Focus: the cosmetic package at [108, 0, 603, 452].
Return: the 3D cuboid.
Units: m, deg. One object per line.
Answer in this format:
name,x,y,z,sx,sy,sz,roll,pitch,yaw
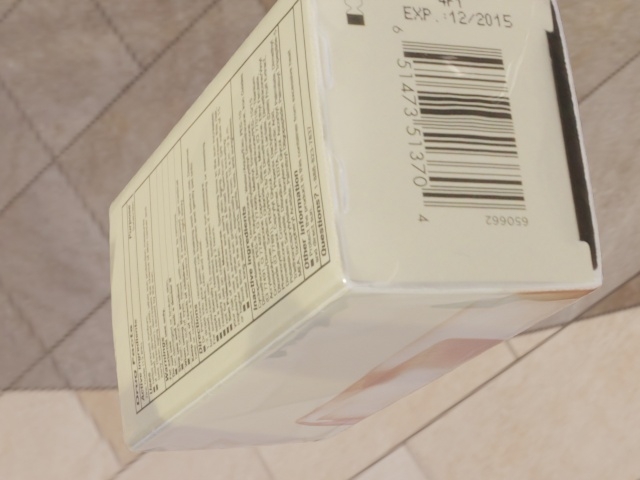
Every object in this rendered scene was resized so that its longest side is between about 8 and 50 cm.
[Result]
cosmetic package,0.000,0.000,0.803,0.296,0.129,0.153,143,124,-59
